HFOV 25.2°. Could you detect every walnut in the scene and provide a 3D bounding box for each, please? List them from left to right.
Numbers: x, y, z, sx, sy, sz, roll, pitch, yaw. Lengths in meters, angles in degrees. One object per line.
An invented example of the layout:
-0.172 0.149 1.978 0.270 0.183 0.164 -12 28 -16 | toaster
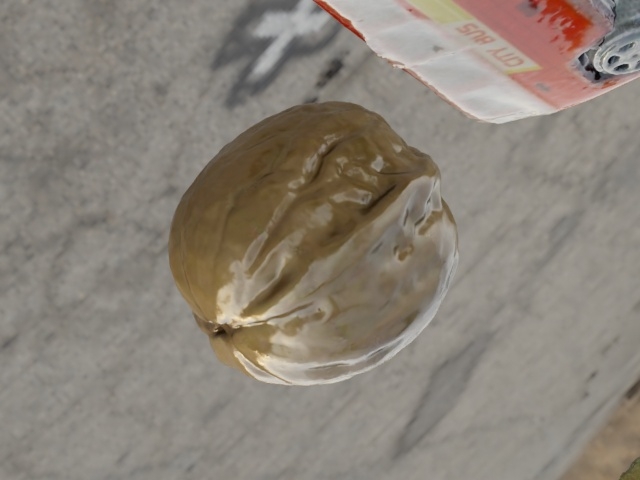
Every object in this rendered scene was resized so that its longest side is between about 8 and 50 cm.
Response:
0.000 0.000 1.028 0.213 0.213 0.213 -42 167 -12 | walnut

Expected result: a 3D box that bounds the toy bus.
0.040 -0.089 0.411 0.077 0.079 0.174 -27 153 22 | toy bus

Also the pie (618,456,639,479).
0.263 0.204 1.106 0.084 0.084 0.020 -48 140 15 | pie
